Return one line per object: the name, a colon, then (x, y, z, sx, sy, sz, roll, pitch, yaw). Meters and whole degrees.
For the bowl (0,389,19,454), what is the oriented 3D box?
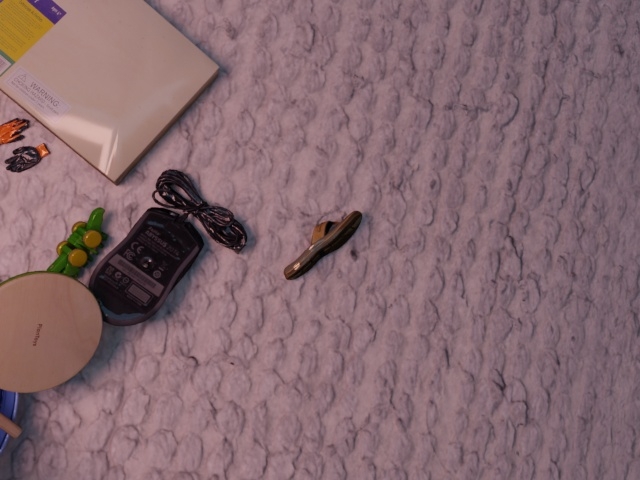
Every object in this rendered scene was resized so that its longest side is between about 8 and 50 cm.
bowl: (-0.637, 0.221, 0.897, 0.391, 0.077, 0.392, 8, 75, -32)

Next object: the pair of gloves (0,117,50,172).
pair of gloves: (-0.499, -0.157, 1.059, 0.074, 0.010, 0.083, -35, 96, -15)

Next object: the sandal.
sandal: (0.000, 0.000, 1.133, 0.180, 0.072, 0.049, -38, 72, -9)

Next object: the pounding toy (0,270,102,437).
pounding toy: (-0.448, 0.141, 0.951, 0.237, 0.110, 0.183, -51, 128, -12)

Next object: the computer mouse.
computer mouse: (-0.268, 0.032, 1.067, 0.188, 0.072, 0.272, 41, 65, -4)

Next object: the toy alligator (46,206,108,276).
toy alligator: (-0.401, 0.032, 1.044, 0.190, 0.056, 0.051, -56, 138, -12)

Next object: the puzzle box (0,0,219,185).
puzzle box: (-0.411, -0.325, 1.073, 0.409, 0.052, 0.272, 41, 78, -6)
